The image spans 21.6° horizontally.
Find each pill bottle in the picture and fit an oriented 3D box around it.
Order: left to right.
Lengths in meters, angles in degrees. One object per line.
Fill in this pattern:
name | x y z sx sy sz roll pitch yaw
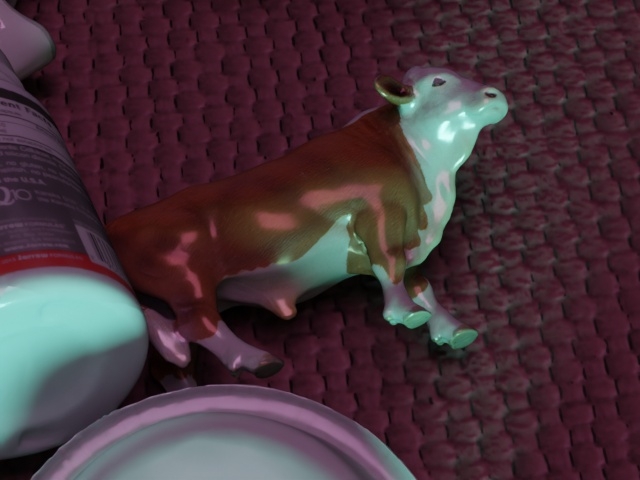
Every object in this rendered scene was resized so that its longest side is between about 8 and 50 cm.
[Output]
pill bottle | -0.232 -0.008 1.113 0.161 0.161 0.283 -20 49 -12

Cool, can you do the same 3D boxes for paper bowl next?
paper bowl | -0.059 0.216 0.987 0.284 0.148 0.284 -1 57 2

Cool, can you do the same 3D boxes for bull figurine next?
bull figurine | 0.000 0.000 1.145 0.310 0.101 0.188 -22 60 0

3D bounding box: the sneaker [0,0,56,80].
sneaker | -0.301 -0.241 1.309 0.146 0.122 0.330 -20 68 -14
